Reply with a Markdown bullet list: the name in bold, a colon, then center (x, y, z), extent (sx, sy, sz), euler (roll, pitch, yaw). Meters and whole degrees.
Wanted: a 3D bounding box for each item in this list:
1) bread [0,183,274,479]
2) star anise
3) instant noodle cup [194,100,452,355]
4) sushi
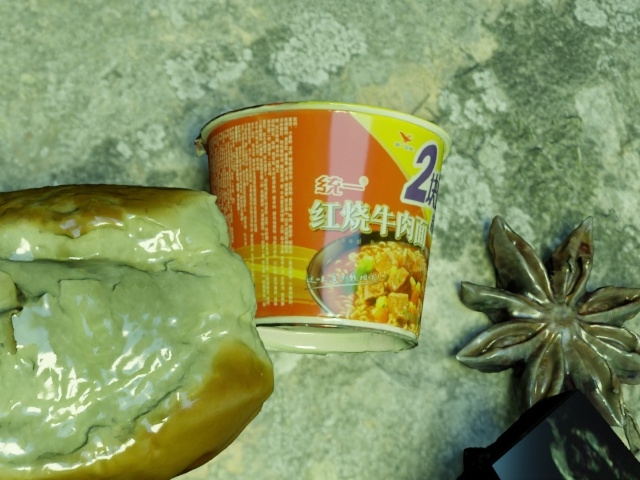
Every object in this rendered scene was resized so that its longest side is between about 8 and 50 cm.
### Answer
- **bread**: center (-0.187, 0.074, 0.829), extent (0.250, 0.279, 0.224), euler (-10, 89, -28)
- **star anise**: center (0.224, 0.095, 1.121), extent (0.230, 0.081, 0.262), euler (-15, 67, -30)
- **instant noodle cup**: center (0.000, 0.000, 0.991), extent (0.213, 0.213, 0.174), euler (8, 76, -23)
- **sushi**: center (0.155, 0.276, 0.935), extent (0.212, 0.227, 0.215), euler (-37, 84, -25)
